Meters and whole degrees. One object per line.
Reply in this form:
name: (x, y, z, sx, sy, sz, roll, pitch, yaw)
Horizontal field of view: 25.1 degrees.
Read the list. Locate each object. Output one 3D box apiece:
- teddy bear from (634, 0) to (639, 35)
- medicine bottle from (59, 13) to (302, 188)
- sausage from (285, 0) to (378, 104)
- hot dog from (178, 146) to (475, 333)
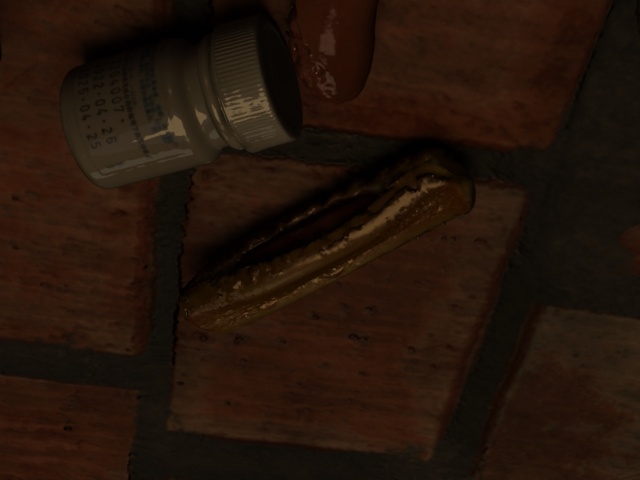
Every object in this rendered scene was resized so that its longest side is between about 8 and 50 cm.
teddy bear: (0.323, -0.172, 1.027, 0.190, 0.140, 0.177, 4, 93, 11)
medicine bottle: (-0.108, -0.106, 1.115, 0.168, 0.105, 0.105, -13, 133, 15)
sausage: (0.024, -0.230, 1.003, 0.079, 0.087, 0.326, 33, 138, 19)
hot dog: (0.001, 0.000, 1.244, 0.289, 0.068, 0.083, -28, 151, 21)
